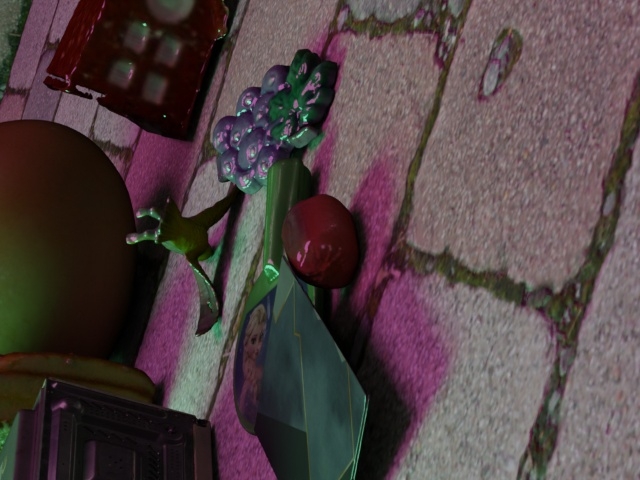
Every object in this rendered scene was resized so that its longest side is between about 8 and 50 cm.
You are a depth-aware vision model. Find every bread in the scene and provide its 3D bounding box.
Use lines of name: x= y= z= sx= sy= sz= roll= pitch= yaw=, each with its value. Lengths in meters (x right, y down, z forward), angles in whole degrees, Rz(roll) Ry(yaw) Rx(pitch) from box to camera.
bread: x=-0.290 y=0.199 z=1.917 sx=0.234 sy=0.184 sz=0.110 roll=136 pitch=141 yaw=-54

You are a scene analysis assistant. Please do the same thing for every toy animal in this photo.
toy animal: x=-0.140 y=-0.010 z=1.814 sx=0.155 sy=0.095 sz=0.219 roll=-14 pitch=60 yaw=64

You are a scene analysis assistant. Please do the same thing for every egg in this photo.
egg: x=-0.360 y=0.042 z=2.073 sx=0.374 sy=0.301 sz=0.301 roll=-58 pitch=22 yaw=16

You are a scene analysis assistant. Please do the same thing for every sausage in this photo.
sausage: x=0.000 y=0.000 z=1.464 sx=0.094 sy=0.054 sz=0.059 roll=-102 pitch=34 yaw=-55

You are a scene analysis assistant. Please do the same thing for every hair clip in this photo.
hair clip: x=-0.039 y=-0.102 z=1.699 sx=0.195 sy=0.052 sz=0.124 roll=-39 pitch=47 yaw=46

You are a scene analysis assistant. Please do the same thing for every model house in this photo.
model house: x=-0.200 y=-0.260 z=2.108 sx=0.196 sy=0.160 sz=0.254 roll=-154 pitch=83 yaw=-72

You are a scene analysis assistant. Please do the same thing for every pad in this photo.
pad: x=-0.011 y=0.131 z=1.374 sx=0.243 sy=0.004 sz=0.163 roll=-124 pitch=40 yaw=-62

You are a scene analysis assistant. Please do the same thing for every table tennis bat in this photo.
table tennis bat: x=-0.034 y=0.044 z=1.557 sx=0.160 sy=0.039 sz=0.257 roll=-42 pitch=38 yaw=53

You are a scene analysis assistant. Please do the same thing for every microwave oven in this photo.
microwave oven: x=-0.195 y=0.254 z=1.587 sx=0.145 sy=0.194 sz=0.240 roll=-60 pitch=20 yaw=29
